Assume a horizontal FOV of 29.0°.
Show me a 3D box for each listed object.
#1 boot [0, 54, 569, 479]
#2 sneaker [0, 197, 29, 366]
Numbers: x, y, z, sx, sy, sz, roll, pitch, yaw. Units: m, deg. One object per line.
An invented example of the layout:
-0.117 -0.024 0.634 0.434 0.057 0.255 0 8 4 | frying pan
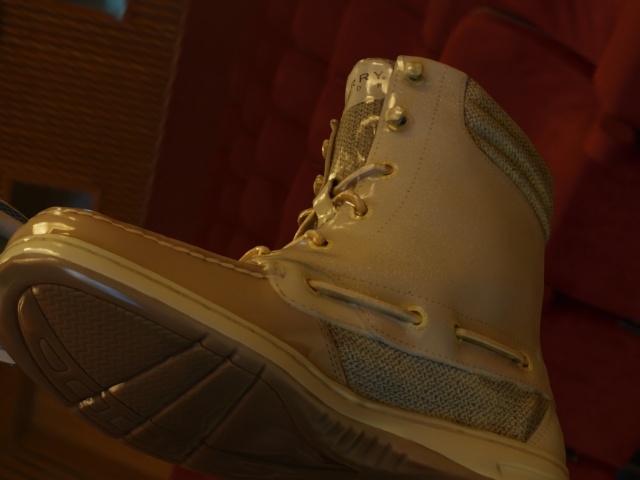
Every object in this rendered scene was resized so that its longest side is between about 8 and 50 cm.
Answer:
0.000 0.000 0.427 0.077 0.213 0.165 -35 38 46 | boot
-0.187 -0.012 0.515 0.081 0.211 0.080 -18 53 66 | sneaker
